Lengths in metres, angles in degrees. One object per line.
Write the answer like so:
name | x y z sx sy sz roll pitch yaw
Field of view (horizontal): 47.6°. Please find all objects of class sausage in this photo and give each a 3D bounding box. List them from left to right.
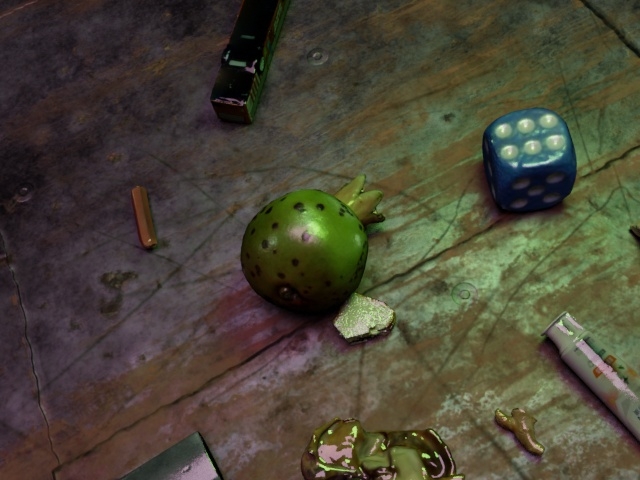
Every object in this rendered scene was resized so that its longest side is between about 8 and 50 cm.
sausage | -0.352 -0.047 1.441 0.030 0.035 0.147 -1 55 -28

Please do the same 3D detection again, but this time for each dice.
dice | 0.378 -0.147 1.323 0.143 0.146 0.147 -11 58 5

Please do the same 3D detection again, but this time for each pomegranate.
pomegranate | -0.012 0.010 1.288 0.230 0.231 0.286 22 26 18

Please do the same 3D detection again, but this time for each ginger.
ginger | 0.326 0.298 1.162 0.097 0.030 0.048 42 103 27

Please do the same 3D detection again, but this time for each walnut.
walnut | 0.098 0.373 1.096 0.204 0.141 0.238 -26 50 -31

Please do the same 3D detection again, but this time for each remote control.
remote control | -0.338 0.454 1.173 0.377 0.044 0.107 -31 67 -7

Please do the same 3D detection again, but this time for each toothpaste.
toothpaste | 0.489 0.248 1.148 0.100 0.066 0.323 -39 69 -11

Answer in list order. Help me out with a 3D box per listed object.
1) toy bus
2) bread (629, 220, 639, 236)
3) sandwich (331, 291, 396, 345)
toy bus | -0.144 -0.444 1.582 0.093 0.092 0.409 9 64 11
bread | 0.598 -0.023 1.221 0.077 0.152 0.105 -19 66 -3
sandwich | 0.077 0.142 1.276 0.104 0.036 0.093 15 65 14
